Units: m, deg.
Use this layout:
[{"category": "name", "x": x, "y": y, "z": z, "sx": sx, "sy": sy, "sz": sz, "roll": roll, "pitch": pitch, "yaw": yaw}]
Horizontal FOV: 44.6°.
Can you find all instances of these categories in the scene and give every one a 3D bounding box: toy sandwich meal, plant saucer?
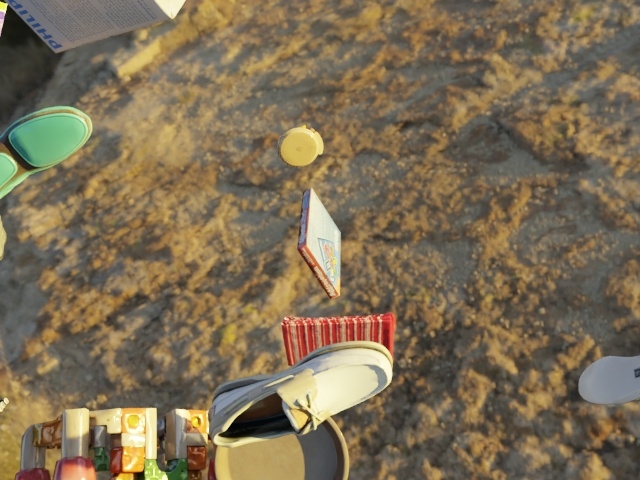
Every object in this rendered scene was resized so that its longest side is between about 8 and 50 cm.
[{"category": "toy sandwich meal", "x": -0.038, "y": -0.173, "z": 1.418, "sx": 0.085, "sy": 0.085, "sz": 0.029, "roll": -20, "pitch": 32, "yaw": 2}, {"category": "plant saucer", "x": -0.080, "y": 0.457, "z": 1.613, "sx": 0.278, "sy": 0.278, "sz": 0.041, "roll": -20, "pitch": 0, "yaw": 2}]

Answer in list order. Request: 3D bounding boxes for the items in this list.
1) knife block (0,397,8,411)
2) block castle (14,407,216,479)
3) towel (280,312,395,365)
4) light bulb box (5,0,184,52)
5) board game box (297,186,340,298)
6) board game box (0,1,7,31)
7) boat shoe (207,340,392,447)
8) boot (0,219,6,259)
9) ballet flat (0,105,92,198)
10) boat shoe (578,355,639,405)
[{"category": "knife block", "x": -0.942, "y": 0.407, "z": 1.965, "sx": 0.242, "sy": 0.088, "sz": 0.276, "roll": -20, "pitch": 24, "yaw": -38}, {"category": "block castle", "x": -0.421, "y": 0.509, "z": 1.757, "sx": 0.303, "sy": 0.453, "sz": 0.213, "roll": -26, "pitch": 61, "yaw": 44}, {"category": "towel", "x": 0.047, "y": 0.248, "z": 1.930, "sx": 0.275, "sy": 0.199, "sz": 0.031, "roll": -2, "pitch": 48, "yaw": 3}, {"category": "light bulb box", "x": -0.407, "y": -0.594, "z": 1.532, "sx": 0.361, "sy": 0.225, "sz": 0.358, "roll": -2, "pitch": 52, "yaw": 37}, {"category": "board game box", "x": 0.000, "y": 0.000, "z": 1.765, "sx": 0.027, "sy": 0.145, "sz": 0.281, "roll": -27, "pitch": 24, "yaw": 16}, {"category": "board game box", "x": -0.524, "y": -0.178, "z": 0.785, "sx": 0.078, "sy": 0.347, "sz": 0.233, "roll": -18, "pitch": 63, "yaw": 59}, {"category": "boat shoe", "x": -0.030, "y": 0.248, "z": 1.198, "sx": 0.302, "sy": 0.113, "sz": 0.103, "roll": -21, "pitch": 23, "yaw": 13}, {"category": "boot", "x": -0.636, "y": -0.023, "z": 1.465, "sx": 0.083, "sy": 0.161, "sz": 0.246, "roll": -15, "pitch": 26, "yaw": -7}, {"category": "ballet flat", "x": -0.447, "y": -0.138, "z": 1.173, "sx": 0.247, "sy": 0.083, "sz": 0.087, "roll": -30, "pitch": 27, "yaw": 11}, {"category": "boat shoe", "x": 0.500, "y": 0.215, "z": 1.196, "sx": 0.219, "sy": 0.070, "sz": 0.077, "roll": -29, "pitch": 43, "yaw": 50}]
